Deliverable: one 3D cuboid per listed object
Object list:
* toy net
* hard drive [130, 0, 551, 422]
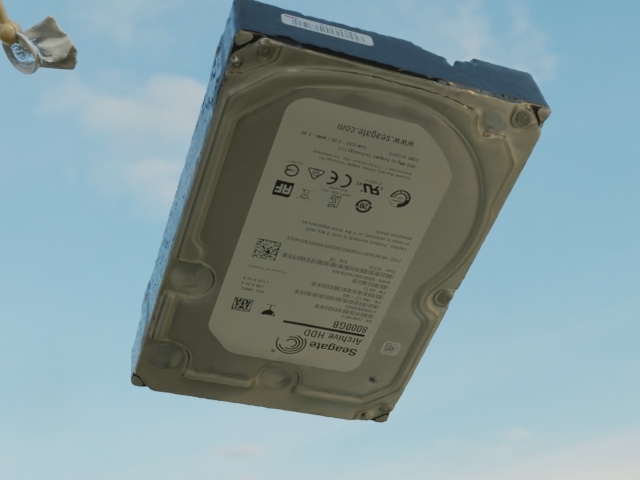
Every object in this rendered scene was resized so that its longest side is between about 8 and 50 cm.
[{"bbox_3d":[-0.396,-0.239,1.134,0.232,0.045,0.122,27,-58,-18],"label":"toy net"},{"bbox_3d":[0.000,0.000,0.776,0.237,0.064,0.339,12,-54,-16],"label":"hard drive"}]
